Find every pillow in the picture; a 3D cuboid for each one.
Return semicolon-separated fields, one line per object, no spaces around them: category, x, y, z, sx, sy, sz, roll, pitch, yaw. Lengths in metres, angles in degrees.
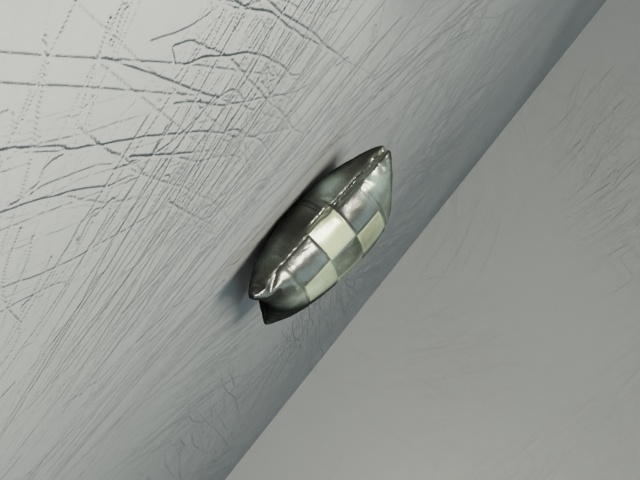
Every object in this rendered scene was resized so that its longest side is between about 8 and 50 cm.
pillow;0.000;0.000;1.141;0.250;0.106;0.186;-47;167;-12
